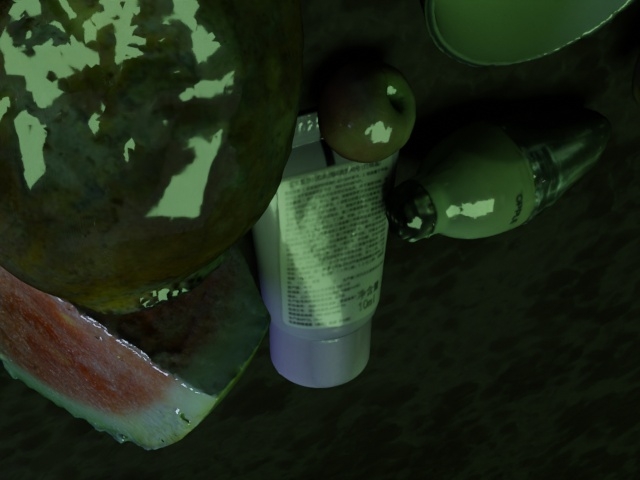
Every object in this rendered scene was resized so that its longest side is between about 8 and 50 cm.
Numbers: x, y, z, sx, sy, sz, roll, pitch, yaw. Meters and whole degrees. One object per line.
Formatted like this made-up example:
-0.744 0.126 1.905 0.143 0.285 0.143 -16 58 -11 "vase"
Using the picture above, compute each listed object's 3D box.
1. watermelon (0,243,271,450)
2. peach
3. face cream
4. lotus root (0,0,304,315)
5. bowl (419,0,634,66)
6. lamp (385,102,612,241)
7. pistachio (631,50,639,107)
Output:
-0.168 0.046 1.410 0.193 0.232 0.310 -22 -168 -16 "watermelon"
0.034 -0.100 1.452 0.083 0.083 0.083 -21 147 -14 "peach"
0.000 0.000 1.570 0.154 0.096 0.274 -15 132 -19 "face cream"
-0.135 -0.067 1.213 0.267 0.149 0.260 -13 118 -20 "lotus root"
0.144 -0.234 1.321 0.211 0.112 0.211 -22 147 -15 "bowl"
0.157 -0.059 1.582 0.250 0.101 0.101 -22 149 -30 "lamp"
0.348 -0.172 1.546 0.126 0.152 0.223 -9 161 -36 "pistachio"
